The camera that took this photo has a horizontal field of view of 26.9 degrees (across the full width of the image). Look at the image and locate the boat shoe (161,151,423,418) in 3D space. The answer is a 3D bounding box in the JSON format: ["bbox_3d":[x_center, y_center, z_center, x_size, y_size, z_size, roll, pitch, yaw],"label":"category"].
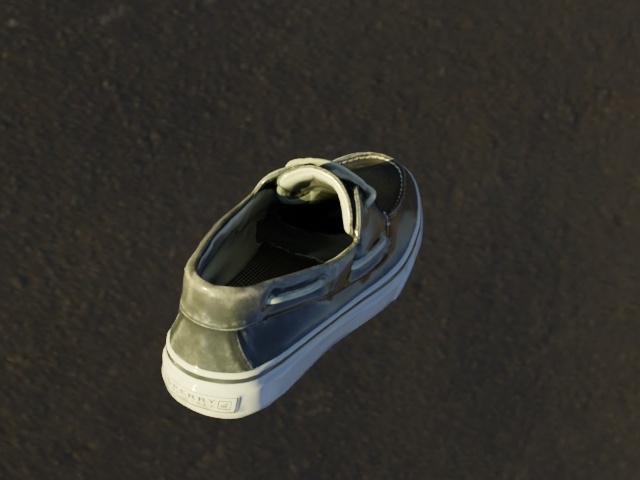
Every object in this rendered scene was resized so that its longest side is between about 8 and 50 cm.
[{"bbox_3d":[0.000,0.000,0.986,0.335,0.121,0.119,-51,159,-53],"label":"boat shoe"}]
